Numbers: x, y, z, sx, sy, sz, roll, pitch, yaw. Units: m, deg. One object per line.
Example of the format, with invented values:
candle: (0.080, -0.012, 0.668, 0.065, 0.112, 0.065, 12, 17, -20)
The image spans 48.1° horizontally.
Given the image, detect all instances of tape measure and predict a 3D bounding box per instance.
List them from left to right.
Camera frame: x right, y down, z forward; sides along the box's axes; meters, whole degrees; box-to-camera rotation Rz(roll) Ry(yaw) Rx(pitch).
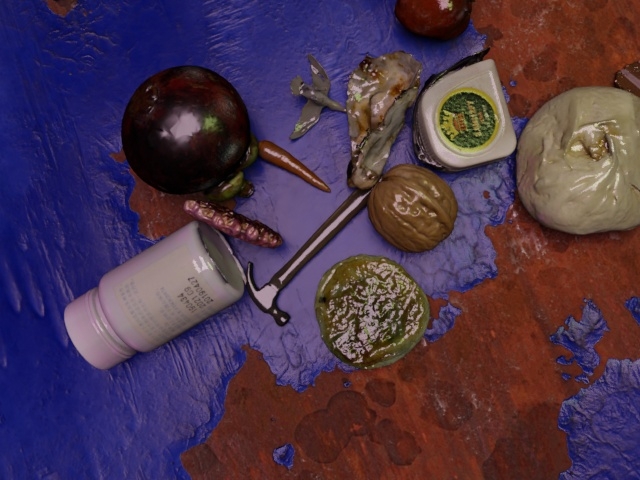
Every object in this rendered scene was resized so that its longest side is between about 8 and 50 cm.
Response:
tape measure: (0.317, -0.300, 1.698, 0.231, 0.133, 0.271, -13, 89, -7)

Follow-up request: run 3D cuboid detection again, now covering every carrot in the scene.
carrot: (-0.064, -0.180, 1.760, 0.216, 0.048, 0.048, 32, 87, 1)

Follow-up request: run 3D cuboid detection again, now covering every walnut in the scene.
walnut: (0.214, -0.071, 1.656, 0.213, 0.213, 0.214, 0, 84, 4)

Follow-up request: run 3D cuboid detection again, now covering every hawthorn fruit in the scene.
hawthorn fruit: (0.266, -0.573, 1.711, 0.202, 0.185, 0.185, 12, 85, 22)

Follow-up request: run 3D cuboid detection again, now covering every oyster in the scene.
oyster: (0.139, -0.282, 1.683, 0.133, 0.197, 0.337, 25, 77, -37)

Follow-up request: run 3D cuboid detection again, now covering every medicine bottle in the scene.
medicine bottle: (-0.379, 0.128, 1.657, 0.378, 0.213, 0.214, -30, 83, 6)

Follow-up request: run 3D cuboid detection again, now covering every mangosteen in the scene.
mangosteen: (-0.293, -0.239, 1.688, 0.305, 0.359, 0.306, -16, 59, 28)

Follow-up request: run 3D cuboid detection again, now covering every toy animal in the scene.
toy animal: (0.001, -0.339, 1.743, 0.155, 0.095, 0.219, 19, 87, 10)

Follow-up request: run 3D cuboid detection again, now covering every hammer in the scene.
hammer: (0.000, 0.000, 1.736, 0.440, 0.044, 0.168, -45, 85, -2)

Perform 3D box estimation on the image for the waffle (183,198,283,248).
waffle: (-0.198, -0.037, 1.664, 0.234, 0.221, 0.056, 22, 93, 13)

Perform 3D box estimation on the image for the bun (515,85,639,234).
bun: (0.618, -0.177, 1.625, 0.360, 0.213, 0.362, -1, 84, 6)

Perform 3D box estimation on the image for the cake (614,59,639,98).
cake: (0.820, -0.304, 1.697, 0.115, 0.113, 0.295, -31, 71, -5)

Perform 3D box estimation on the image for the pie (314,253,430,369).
pie: (0.119, 0.162, 1.693, 0.276, 0.078, 0.277, 0, 84, 2)
